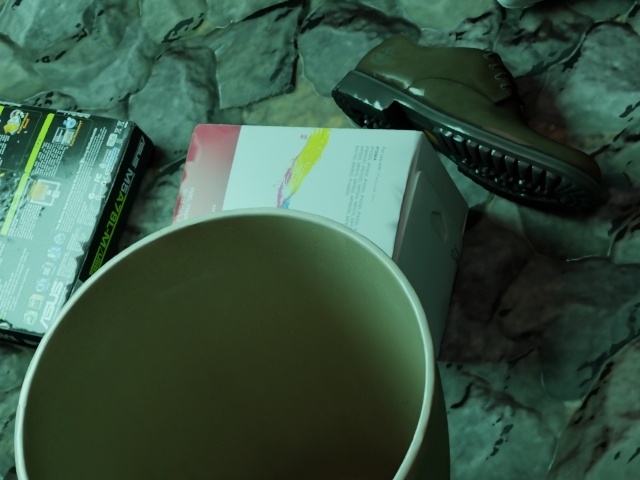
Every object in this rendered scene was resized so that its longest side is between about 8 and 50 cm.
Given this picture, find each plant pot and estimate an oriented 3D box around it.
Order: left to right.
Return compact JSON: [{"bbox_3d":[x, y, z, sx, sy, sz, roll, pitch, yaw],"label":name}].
[{"bbox_3d":[-0.019,0.157,1.230,0.257,0.274,0.256,-9,57,14],"label":"plant pot"}]

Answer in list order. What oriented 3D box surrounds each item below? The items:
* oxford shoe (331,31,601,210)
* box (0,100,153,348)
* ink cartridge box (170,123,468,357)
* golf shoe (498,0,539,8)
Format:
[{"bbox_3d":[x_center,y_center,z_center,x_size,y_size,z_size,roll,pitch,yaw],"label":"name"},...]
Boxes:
[{"bbox_3d":[0.119,-0.096,1.421,0.227,0.083,0.096,31,75,29],"label":"oxford shoe"},{"bbox_3d":[-0.246,-0.016,1.547,0.184,0.045,0.190,8,70,27],"label":"box"},{"bbox_3d":[0.000,0.000,1.392,0.176,0.128,0.127,3,67,23],"label":"ink cartridge box"},{"bbox_3d":[0.216,-0.216,1.448,0.186,0.067,0.086,-26,60,8],"label":"golf shoe"}]
